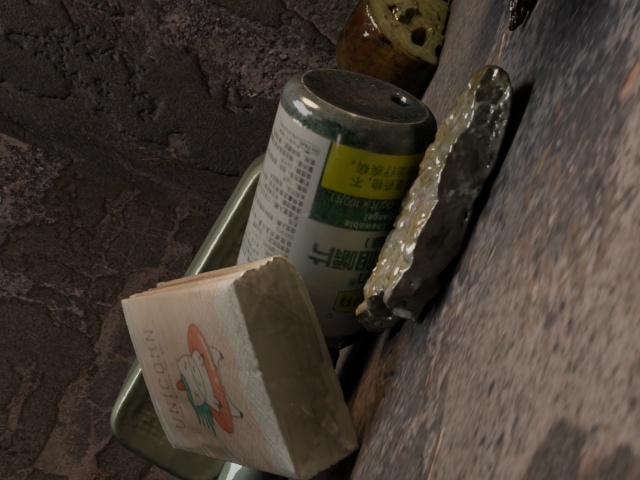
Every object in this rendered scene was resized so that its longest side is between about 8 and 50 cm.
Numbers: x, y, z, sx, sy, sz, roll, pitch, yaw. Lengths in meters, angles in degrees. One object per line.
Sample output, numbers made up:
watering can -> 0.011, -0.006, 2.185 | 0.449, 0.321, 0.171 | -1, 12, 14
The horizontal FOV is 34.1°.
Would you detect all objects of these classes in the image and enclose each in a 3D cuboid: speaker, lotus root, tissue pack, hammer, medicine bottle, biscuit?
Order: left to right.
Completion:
tissue pack -> -0.088, 0.112, 0.929 | 0.325, 0.071, 0.170 | -13, 98, 63
speaker -> -0.096, 0.092, 1.278 | 0.406, 0.183, 0.184 | -60, 2, 4
hammer -> -0.083, 0.288, 1.199 | 0.194, 0.069, 0.116 | 63, -132, -85
medicine bottle -> 0.000, 0.000, 0.964 | 0.141, 0.141, 0.293 | -76, 3, -63
lotus root -> 0.101, -0.276, 1.396 | 0.119, 0.138, 0.235 | -51, 8, 38
biscuit -> 0.083, -0.018, 0.795 | 0.188, 0.040, 0.265 | -72, 5, -46

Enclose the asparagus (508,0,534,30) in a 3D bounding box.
asparagus -> 0.195, -0.278, 0.838 | 0.023, 0.022, 0.233 | 20, -88, -59
